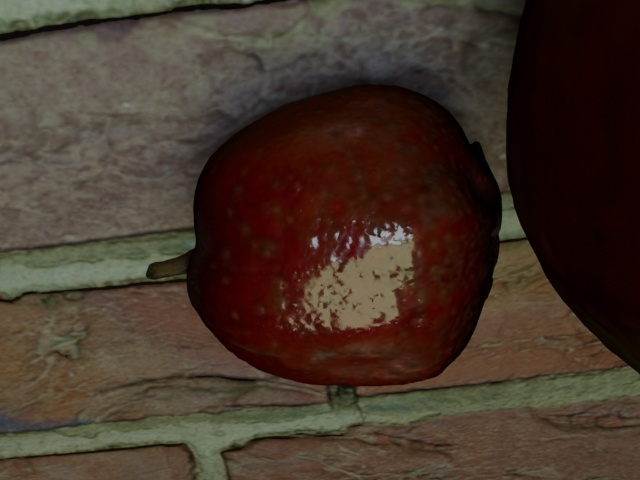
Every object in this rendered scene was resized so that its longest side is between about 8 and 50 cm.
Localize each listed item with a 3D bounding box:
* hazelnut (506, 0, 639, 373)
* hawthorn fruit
[{"bbox_3d":[0.300,-0.080,0.469,0.421,0.353,0.421,-1,101,-7],"label":"hazelnut"},{"bbox_3d":[0.000,0.000,0.634,0.250,0.215,0.215,-4,138,9],"label":"hawthorn fruit"}]
